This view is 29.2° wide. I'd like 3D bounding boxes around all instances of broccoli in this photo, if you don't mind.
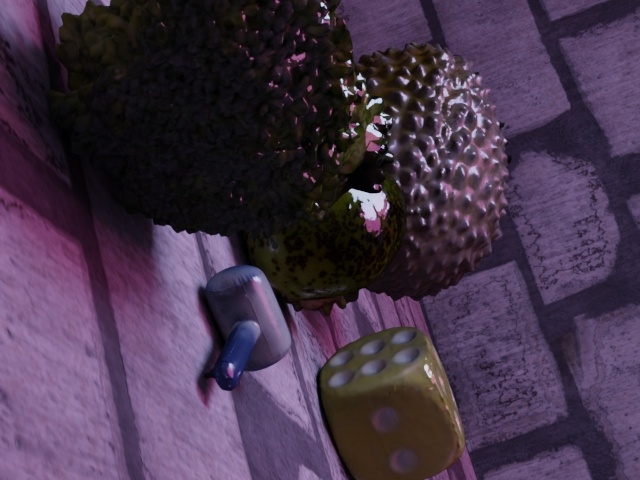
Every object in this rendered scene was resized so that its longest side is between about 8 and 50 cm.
[{"bbox_3d":[-0.087,-0.137,1.108,0.317,0.277,0.338,-85,160,-57],"label":"broccoli"}]

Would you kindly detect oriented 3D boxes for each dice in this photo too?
[{"bbox_3d":[0.102,0.238,1.758,0.166,0.169,0.169,-91,160,-68],"label":"dice"}]

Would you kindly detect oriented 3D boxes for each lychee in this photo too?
[{"bbox_3d":[0.105,-0.101,1.908,0.380,0.380,0.432,-40,150,-81],"label":"lychee"}]

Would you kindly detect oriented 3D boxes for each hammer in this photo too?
[{"bbox_3d":[-0.084,0.102,1.258,0.194,0.069,0.116,-69,140,-70],"label":"hammer"}]

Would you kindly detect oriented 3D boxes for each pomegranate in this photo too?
[{"bbox_3d":[-0.009,-0.012,1.631,0.204,0.222,0.276,63,-25,8],"label":"pomegranate"}]
